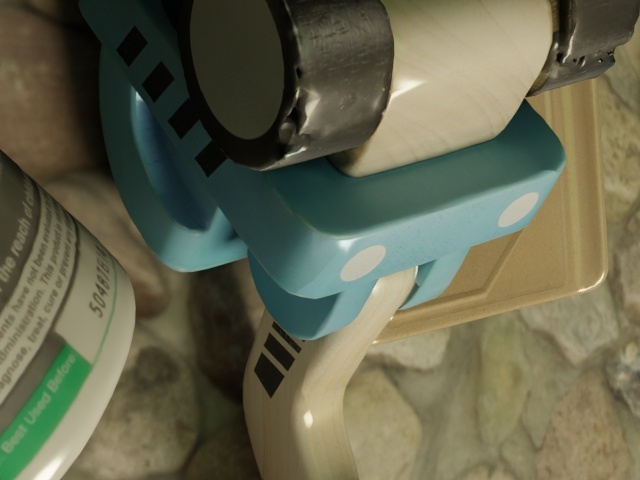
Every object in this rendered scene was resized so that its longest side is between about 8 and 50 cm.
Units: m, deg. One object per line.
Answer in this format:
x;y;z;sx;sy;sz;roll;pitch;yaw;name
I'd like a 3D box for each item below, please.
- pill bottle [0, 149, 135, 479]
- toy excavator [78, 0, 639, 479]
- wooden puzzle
-0.267;-0.023;0.620;0.361;0.204;0.204;47;65;-30;pill bottle
0.000;0.000;0.833;0.222;0.445;0.433;-19;60;-33;toy excavator
0.095;-0.054;1.007;0.238;0.044;0.221;-10;98;-32;wooden puzzle
